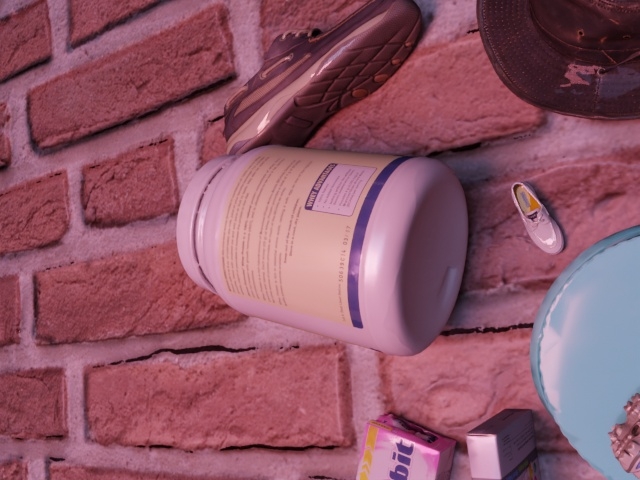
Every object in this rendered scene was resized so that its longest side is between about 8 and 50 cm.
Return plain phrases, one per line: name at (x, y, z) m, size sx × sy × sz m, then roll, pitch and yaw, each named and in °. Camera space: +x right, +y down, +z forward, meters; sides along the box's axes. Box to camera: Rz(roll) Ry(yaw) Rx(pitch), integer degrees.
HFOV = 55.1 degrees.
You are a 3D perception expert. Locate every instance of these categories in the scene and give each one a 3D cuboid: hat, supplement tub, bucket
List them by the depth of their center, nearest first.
bucket at (0.351, 0.112, 0.592) m, size 0.281 × 0.183 × 0.281 m, roll -2°, pitch 86°, yaw 32°
hat at (0.317, -0.290, 0.667) m, size 0.331 × 0.134 × 0.332 m, roll -1°, pitch 88°, yaw 32°
supplement tub at (0.000, 0.000, 0.791) m, size 0.324 × 0.235 × 0.236 m, roll 10°, pitch 93°, yaw 32°

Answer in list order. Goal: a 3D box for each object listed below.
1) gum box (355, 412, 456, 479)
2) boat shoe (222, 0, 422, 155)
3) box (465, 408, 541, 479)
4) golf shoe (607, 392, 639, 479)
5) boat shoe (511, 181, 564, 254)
gum box at (0.105, 0.332, 0.807) m, size 0.107 × 0.062 × 0.189 m, roll 12°, pitch 94°, yaw 32°
boat shoe at (-0.023, -0.244, 0.880) m, size 0.355 × 0.132 × 0.130 m, roll -34°, pitch 71°, yaw 25°
box at (0.215, 0.297, 0.691) m, size 0.038 × 0.145 × 0.186 m, roll -9°, pitch 82°, yaw 33°
golf shoe at (0.312, 0.125, 0.483) m, size 0.086 × 0.069 × 0.176 m, roll 31°, pitch 109°, yaw 9°
boat shoe at (0.261, -0.028, 0.744) m, size 0.035 × 0.035 × 0.100 m, roll -30°, pitch 72°, yaw 27°
